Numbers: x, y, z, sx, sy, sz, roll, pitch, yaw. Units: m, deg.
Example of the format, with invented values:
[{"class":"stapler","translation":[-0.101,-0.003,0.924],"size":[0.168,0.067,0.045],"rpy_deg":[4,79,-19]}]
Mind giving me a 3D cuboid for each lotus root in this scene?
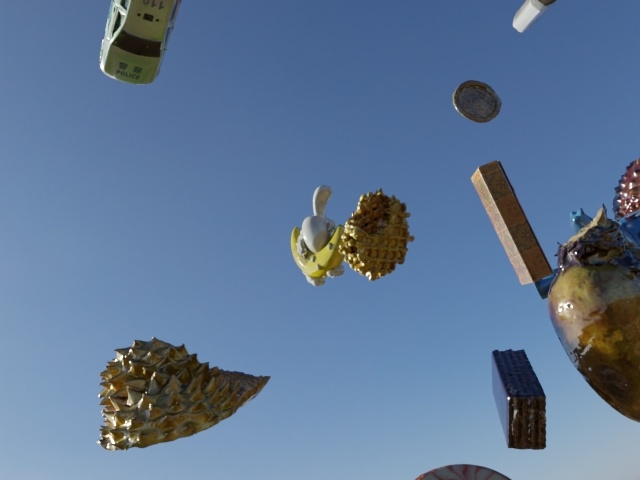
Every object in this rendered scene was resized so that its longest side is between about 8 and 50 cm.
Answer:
[{"class":"lotus root","translation":[0.380,0.115,0.775],"size":[0.169,0.314,0.141],"rpy_deg":[-23,-9,-35]}]

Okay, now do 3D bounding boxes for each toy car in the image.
[{"class":"toy car","translation":[-0.256,-0.322,0.919],"size":[0.090,0.076,0.224],"rpy_deg":[9,-53,-28]}]

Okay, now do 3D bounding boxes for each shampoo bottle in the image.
[{"class":"shampoo bottle","translation":[0.507,-0.550,1.471],"size":[0.086,0.056,0.227],"rpy_deg":[-51,-1,7]}]

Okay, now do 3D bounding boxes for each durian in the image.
[{"class":"durian","translation":[-0.253,0.268,1.012],"size":[0.305,0.195,0.185],"rpy_deg":[-7,-71,18]}]

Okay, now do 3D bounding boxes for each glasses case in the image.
[{"class":"glasses case","translation":[0.337,-0.032,1.114],"size":[0.049,0.218,0.075],"rpy_deg":[-23,-9,-1]}]

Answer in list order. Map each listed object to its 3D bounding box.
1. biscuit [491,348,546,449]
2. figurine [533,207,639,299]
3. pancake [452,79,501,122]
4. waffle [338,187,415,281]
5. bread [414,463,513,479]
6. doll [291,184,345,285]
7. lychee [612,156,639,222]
[{"class":"biscuit","translation":[0.375,0.296,1.214],"size":[0.070,0.106,0.252],"rpy_deg":[-2,10,8]},{"class":"figurine","translation":[0.606,0.111,1.352],"size":[0.243,0.298,0.416],"rpy_deg":[7,-53,-6]},{"class":"pancake","translation":[0.345,-0.307,1.398],"size":[0.115,0.114,0.011],"rpy_deg":[-18,-20,-13]},{"class":"waffle","translation":[0.128,-0.011,1.421],"size":[0.197,0.070,0.193],"rpy_deg":[41,-107,-40]},{"class":"bread","translation":[0.288,0.603,1.280],"size":[0.328,0.295,0.114],"rpy_deg":[-36,-57,-45]},{"class":"doll","translation":[0.000,0.000,1.860],"size":[0.111,0.252,0.237],"rpy_deg":[-2,-29,-33]},{"class":"lychee","translation":[0.839,-0.087,1.457],"size":[0.306,0.306,0.330],"rpy_deg":[-19,1,-12]}]
